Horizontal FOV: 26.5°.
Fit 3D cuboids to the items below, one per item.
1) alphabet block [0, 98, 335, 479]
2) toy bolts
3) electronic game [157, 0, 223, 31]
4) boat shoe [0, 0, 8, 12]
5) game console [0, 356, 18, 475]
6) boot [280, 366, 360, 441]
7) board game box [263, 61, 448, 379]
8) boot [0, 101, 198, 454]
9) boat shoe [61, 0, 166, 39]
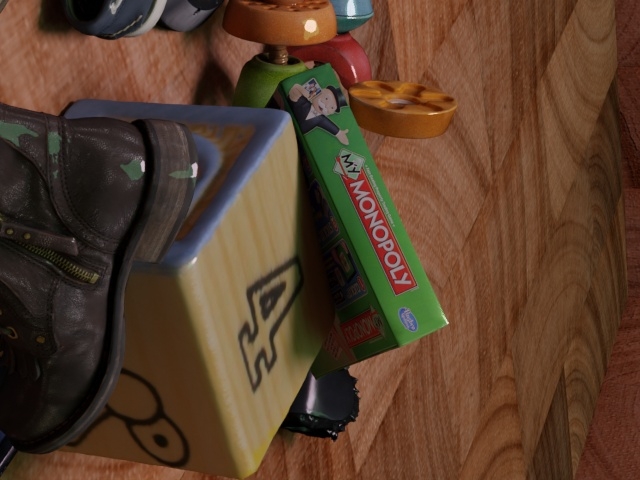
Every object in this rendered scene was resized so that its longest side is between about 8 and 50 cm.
[{"bbox_3d":[-0.117,0.030,0.995,0.193,0.192,0.197,-58,146,-45],"label":"alphabet block"},{"bbox_3d":[0.026,-0.205,1.264,0.228,0.218,0.158,-78,175,-68],"label":"toy bolts"},{"bbox_3d":[-0.106,-0.290,1.141,0.229,0.048,0.229,12,90,-73],"label":"electronic game"},{"bbox_3d":[-0.198,-0.229,0.780,0.120,0.122,0.324,67,35,-42],"label":"boat shoe"},{"bbox_3d":[-0.245,0.094,0.839,0.144,0.124,0.085,-61,174,-45],"label":"game console"},{"bbox_3d":[-0.009,0.087,1.392,0.246,0.094,0.207,58,38,-65],"label":"boot"},{"bbox_3d":[0.000,0.000,1.132,0.213,0.046,0.317,65,-15,4],"label":"board game box"},{"bbox_3d":[-0.212,0.005,0.760,0.229,0.091,0.263,9,120,-33],"label":"boot"},{"bbox_3d":[-0.147,-0.275,0.992,0.079,0.095,0.254,-22,127,-71],"label":"boat shoe"}]
